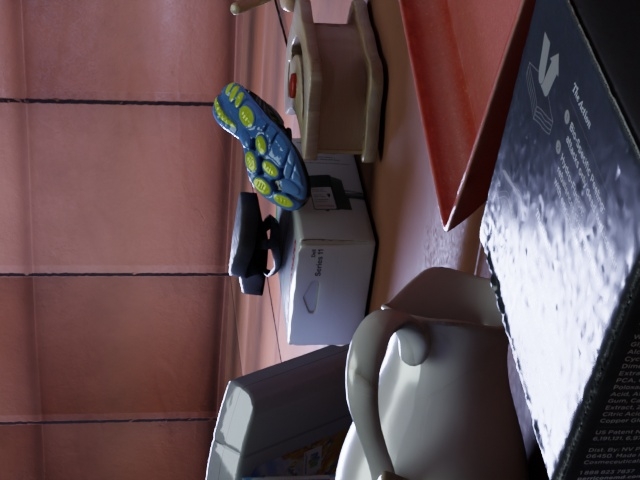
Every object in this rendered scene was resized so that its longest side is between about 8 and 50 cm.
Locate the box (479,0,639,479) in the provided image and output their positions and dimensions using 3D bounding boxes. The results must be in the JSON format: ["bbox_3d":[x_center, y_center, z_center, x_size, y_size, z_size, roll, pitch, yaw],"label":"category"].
[{"bbox_3d":[0.135,-0.008,0.494,0.156,0.093,0.158,-99,11,-46],"label":"box"}]

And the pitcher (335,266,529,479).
[{"bbox_3d":[0.061,0.132,0.766,0.177,0.125,0.207,-10,-72,-54],"label":"pitcher"}]

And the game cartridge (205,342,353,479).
[{"bbox_3d":[-0.032,0.267,1.281,0.062,0.198,0.297,21,117,39],"label":"game cartridge"}]

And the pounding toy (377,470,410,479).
[{"bbox_3d":[0.074,0.263,0.709,0.094,0.181,0.206,-81,16,-65],"label":"pounding toy"}]

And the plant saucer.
[{"bbox_3d":[0.110,-0.181,0.816,0.258,0.047,0.259,102,165,-52],"label":"plant saucer"}]

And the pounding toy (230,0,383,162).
[{"bbox_3d":[-0.026,-0.184,1.346,0.269,0.154,0.154,-100,14,-48],"label":"pounding toy"}]

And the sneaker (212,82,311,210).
[{"bbox_3d":[-0.053,-0.106,1.349,0.067,0.078,0.188,-52,48,22],"label":"sneaker"}]

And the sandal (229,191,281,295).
[{"bbox_3d":[-0.068,0.005,1.416,0.254,0.054,0.097,82,-166,-80],"label":"sandal"}]

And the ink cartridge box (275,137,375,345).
[{"bbox_3d":[0.000,0.000,1.395,0.208,0.086,0.153,-100,14,-52],"label":"ink cartridge box"}]

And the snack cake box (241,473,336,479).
[{"bbox_3d":[0.001,0.364,1.172,0.089,0.152,0.264,-146,57,-77],"label":"snack cake box"}]
